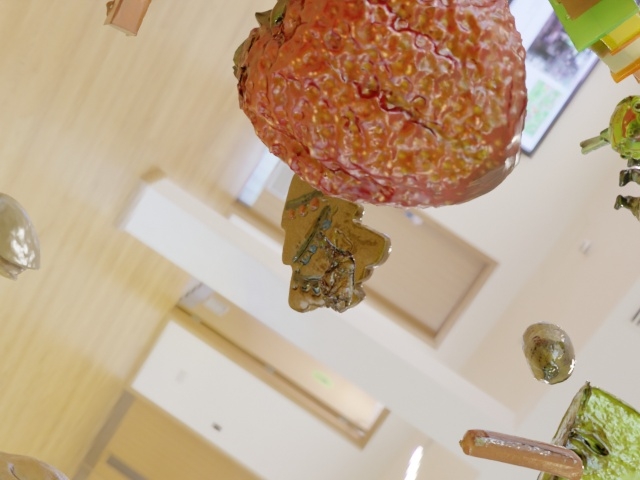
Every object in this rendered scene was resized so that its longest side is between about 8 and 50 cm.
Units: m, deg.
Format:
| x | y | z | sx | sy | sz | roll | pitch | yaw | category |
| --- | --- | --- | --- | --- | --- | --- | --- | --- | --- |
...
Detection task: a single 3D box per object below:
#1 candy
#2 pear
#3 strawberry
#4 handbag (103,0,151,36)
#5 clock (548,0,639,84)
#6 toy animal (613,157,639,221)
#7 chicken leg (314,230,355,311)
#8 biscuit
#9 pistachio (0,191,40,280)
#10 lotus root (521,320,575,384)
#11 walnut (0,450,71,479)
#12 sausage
| x | y | z | sx | sy | sz | roll | pitch | yaw | category |
| --- | --- | --- | --- | --- | --- | --- | --- | --- | --- |
| 0.371 | -0.129 | 1.119 | 0.262 | 0.077 | 0.073 | 123 | -35 | -89 | candy |
| 0.565 | 0.428 | 1.691 | 0.164 | 0.255 | 0.238 | 89 | 25 | -63 | pear |
| 0.064 | -0.143 | 0.862 | 0.239 | 0.288 | 0.250 | -36 | 158 | -15 | strawberry |
| -0.303 | -0.398 | 1.450 | 0.127 | 0.063 | 0.190 | -66 | -159 | 4 | handbag |
| 0.477 | -0.378 | 1.483 | 0.106 | 0.219 | 0.255 | -35 | 147 | 27 | clock |
| 0.596 | -0.066 | 1.531 | 0.343 | 0.168 | 0.106 | -77 | 166 | -47 | toy animal |
| 0.015 | 0.027 | 0.821 | 0.021 | 0.036 | 0.083 | 73 | 9 | -58 | chicken leg |
| -0.001 | 0.000 | 1.746 | 0.043 | 0.301 | 0.278 | 0 | 147 | -48 | biscuit |
| -0.569 | -0.006 | 1.577 | 0.136 | 0.136 | 0.226 | -55 | 156 | -21 | pistachio |
| 0.373 | 0.183 | 1.452 | 0.081 | 0.089 | 0.179 | -21 | -171 | 10 | lotus root |
| -0.396 | 0.446 | 1.075 | 0.383 | 0.384 | 0.383 | -56 | 177 | -5 | walnut |
| 0.222 | 0.235 | 0.986 | 0.030 | 0.147 | 0.035 | -95 | -156 | -60 | sausage |
